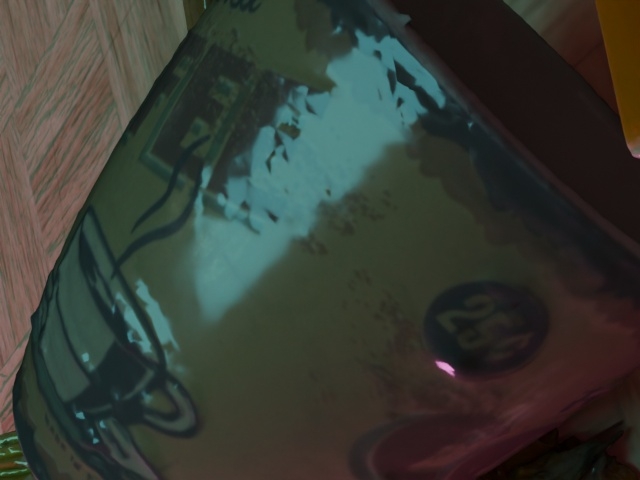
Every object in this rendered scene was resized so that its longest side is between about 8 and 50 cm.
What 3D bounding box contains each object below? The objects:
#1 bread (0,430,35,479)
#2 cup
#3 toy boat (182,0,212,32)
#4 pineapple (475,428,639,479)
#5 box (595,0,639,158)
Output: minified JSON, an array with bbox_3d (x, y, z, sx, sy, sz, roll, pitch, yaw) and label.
[{"bbox_3d":[-0.182,0.270,0.964,0.119,0.152,0.288,-6,85,19],"label":"bread"},{"bbox_3d":[0.000,0.000,0.585,0.257,0.227,0.301,-42,11,21],"label":"cup"},{"bbox_3d":[-0.063,-0.202,0.855,0.072,0.065,0.206,-154,66,-70],"label":"toy boat"},{"bbox_3d":[-0.001,0.175,0.683,0.334,0.158,0.161,-57,46,42],"label":"pineapple"},{"bbox_3d":[0.163,-0.161,0.362,0.091,0.221,0.273,-28,66,58],"label":"box"}]
